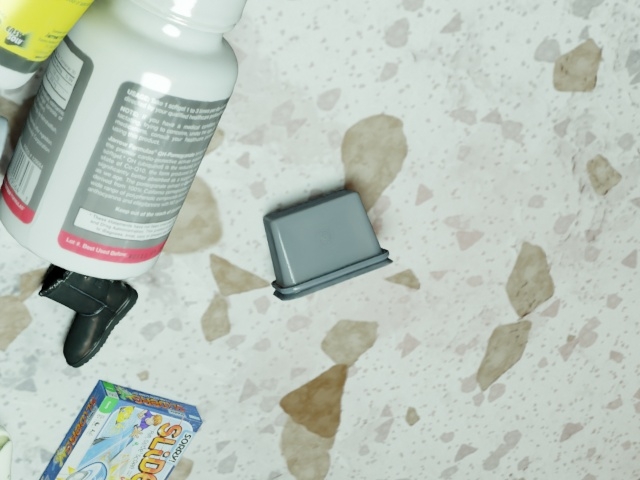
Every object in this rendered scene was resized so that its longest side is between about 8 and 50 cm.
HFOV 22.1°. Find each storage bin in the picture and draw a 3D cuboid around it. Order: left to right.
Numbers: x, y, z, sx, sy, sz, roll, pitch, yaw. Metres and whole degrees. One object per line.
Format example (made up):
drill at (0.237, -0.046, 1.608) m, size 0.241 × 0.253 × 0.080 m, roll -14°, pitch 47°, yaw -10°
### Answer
storage bin at (0.000, 0.000, 1.845) m, size 0.135 × 0.098 × 0.091 m, roll -19°, pitch 100°, yaw -11°

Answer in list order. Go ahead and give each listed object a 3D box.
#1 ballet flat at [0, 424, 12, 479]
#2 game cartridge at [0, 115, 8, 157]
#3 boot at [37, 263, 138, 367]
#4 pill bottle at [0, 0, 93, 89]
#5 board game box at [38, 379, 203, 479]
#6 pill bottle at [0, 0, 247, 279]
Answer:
ballet flat at (-0.409, 0.214, 1.777) m, size 0.147 × 0.147 × 0.409 m, roll -26°, pitch 127°, yaw -6°
game cartridge at (-0.437, -0.002, 1.594) m, size 0.198 × 0.062 × 0.297 m, roll 13°, pitch 95°, yaw -27°
boot at (-0.268, 0.072, 1.796) m, size 0.121 × 0.045 × 0.099 m, roll -50°, pitch 130°, yaw 4°
pill bottle at (-0.242, -0.313, 1.453) m, size 0.188 × 0.188 × 0.334 m, roll 32°, pitch 105°, yaw -36°
board game box at (-0.247, 0.267, 1.944) m, size 0.136 × 0.035 × 0.201 m, roll 19°, pitch 113°, yaw -33°
pill bottle at (-0.187, -0.136, 1.606) m, size 0.176 × 0.176 × 0.318 m, roll 12°, pitch 117°, yaw -30°
